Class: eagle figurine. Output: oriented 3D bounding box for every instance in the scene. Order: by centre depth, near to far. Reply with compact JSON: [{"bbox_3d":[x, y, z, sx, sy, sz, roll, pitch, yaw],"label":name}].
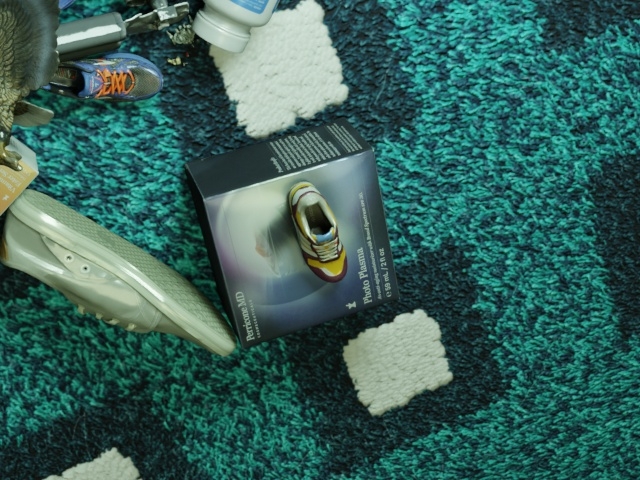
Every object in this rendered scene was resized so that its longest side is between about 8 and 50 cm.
[{"bbox_3d":[-0.479,-0.246,1.573,0.226,0.225,0.298,-10,108,-27],"label":"eagle figurine"}]

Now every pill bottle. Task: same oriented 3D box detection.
[{"bbox_3d":[-0.113,-0.407,1.744,0.124,0.124,0.221,20,111,-25],"label":"pill bottle"}]

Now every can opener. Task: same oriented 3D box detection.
[{"bbox_3d":[-0.334,-0.338,1.721,0.283,0.076,0.095,-19,87,-24],"label":"can opener"}]

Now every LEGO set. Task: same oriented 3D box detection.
[{"bbox_3d":[-0.218,-0.317,1.813,0.054,0.023,0.083,-6,116,-15],"label":"LEGO set"}]

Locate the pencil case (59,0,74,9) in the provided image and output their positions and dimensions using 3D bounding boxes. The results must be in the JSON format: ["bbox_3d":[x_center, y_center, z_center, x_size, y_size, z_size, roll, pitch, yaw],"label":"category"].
[{"bbox_3d":[-0.324,-0.435,1.663,0.306,0.119,0.133,-28,78,-3],"label":"pencil case"}]

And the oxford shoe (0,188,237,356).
[{"bbox_3d":[-0.338,0.079,1.885,0.449,0.169,0.130,33,98,-21],"label":"oxford shoe"}]

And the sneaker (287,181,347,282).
[{"bbox_3d":[0.000,0.000,1.794,0.069,0.084,0.185,-27,118,-5],"label":"sneaker"}]

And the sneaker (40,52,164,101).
[{"bbox_3d":[-0.353,-0.248,1.766,0.221,0.087,0.083,0,115,-18],"label":"sneaker"}]

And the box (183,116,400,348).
[{"bbox_3d":[-0.046,-0.013,1.927,0.294,0.183,0.296,-17,118,-8],"label":"box"}]

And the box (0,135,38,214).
[{"bbox_3d":[-0.547,-0.098,1.772,0.170,0.091,0.130,-47,119,7],"label":"box"}]
